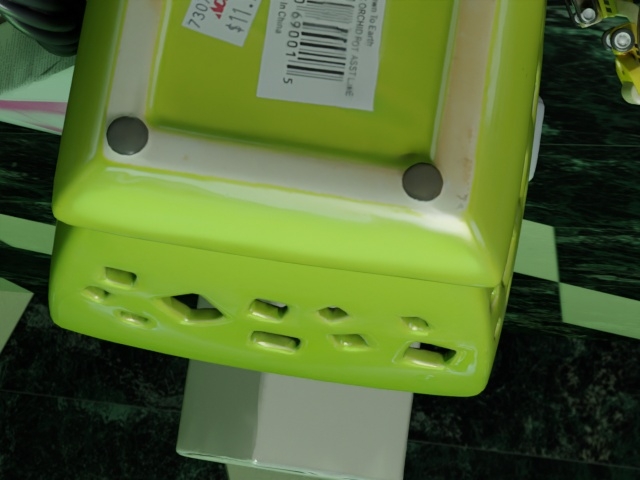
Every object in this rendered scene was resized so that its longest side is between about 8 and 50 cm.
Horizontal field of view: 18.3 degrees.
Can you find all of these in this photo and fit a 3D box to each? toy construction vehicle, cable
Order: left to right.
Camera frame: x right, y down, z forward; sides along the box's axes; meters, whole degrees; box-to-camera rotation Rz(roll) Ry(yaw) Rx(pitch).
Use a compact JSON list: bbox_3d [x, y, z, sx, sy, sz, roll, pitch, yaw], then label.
[{"bbox_3d":[-0.171,-0.147,0.931,0.184,0.047,0.150,36,-179,-32],"label":"cable"},{"bbox_3d":[0.141,-0.113,0.937,0.035,0.098,0.086,-22,-177,-2],"label":"toy construction vehicle"}]

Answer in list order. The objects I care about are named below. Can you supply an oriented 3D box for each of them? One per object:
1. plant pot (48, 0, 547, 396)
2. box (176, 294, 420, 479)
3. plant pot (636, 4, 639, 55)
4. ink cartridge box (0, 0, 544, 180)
[{"bbox_3d":[-0.005,-0.068,0.922,0.227,0.228,0.207,9,165,1],"label":"plant pot"},{"bbox_3d":[0.000,0.000,1.167,0.113,0.275,0.094,14,172,-33],"label":"box"},{"bbox_3d":[0.228,-0.072,0.887,0.167,0.167,0.165,4,162,31],"label":"plant pot"},{"bbox_3d":[-0.069,-0.088,1.380,0.324,0.071,0.330,12,170,-26],"label":"ink cartridge box"}]
